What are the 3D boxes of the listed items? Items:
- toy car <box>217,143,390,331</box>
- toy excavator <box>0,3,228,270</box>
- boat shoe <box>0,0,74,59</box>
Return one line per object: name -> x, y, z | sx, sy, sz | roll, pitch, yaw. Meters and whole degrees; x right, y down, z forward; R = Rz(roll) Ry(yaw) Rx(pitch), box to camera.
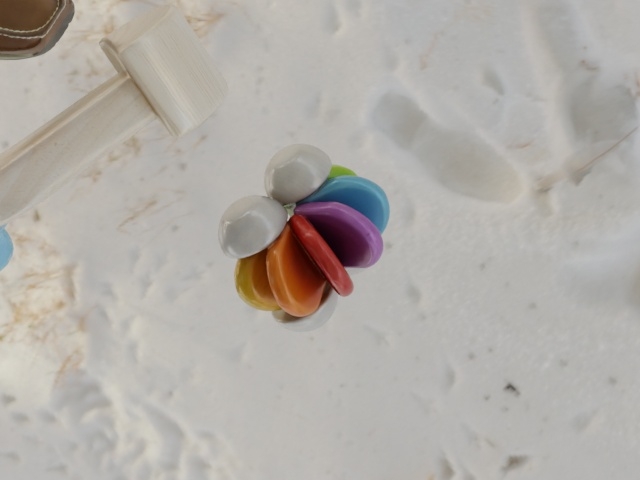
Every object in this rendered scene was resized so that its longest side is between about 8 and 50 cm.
toy car -> 0.000, 0.000, 1.052 | 0.136, 0.182, 0.159 | 9, 142, 50
toy excavator -> -0.327, -0.011, 0.862 | 0.445, 0.433, 0.222 | 1, 129, 52
boat shoe -> -0.411, -0.292, 1.066 | 0.324, 0.120, 0.123 | 26, 77, 7
